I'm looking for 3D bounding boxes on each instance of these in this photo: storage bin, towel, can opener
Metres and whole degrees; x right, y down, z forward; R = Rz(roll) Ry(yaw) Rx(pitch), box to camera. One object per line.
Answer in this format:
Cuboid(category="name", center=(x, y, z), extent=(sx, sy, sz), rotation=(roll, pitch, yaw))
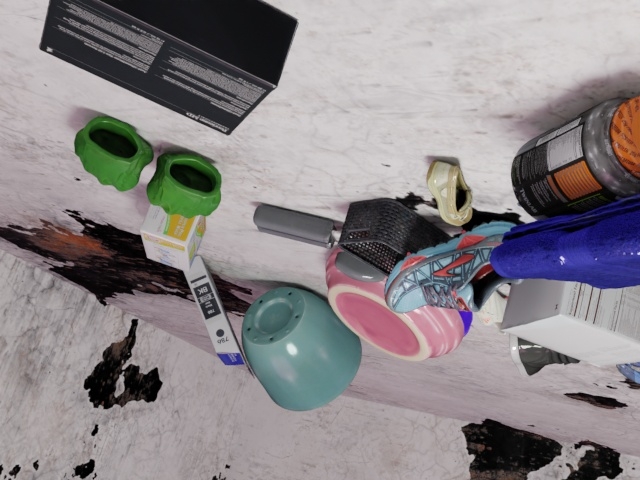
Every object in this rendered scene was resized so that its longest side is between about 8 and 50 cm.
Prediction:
Cuboid(category="storage bin", center=(0.135, 0.004, 1.420), extent=(0.180, 0.084, 0.122), rotation=(29, 158, -35))
Cuboid(category="towel", center=(0.373, -0.002, 0.885), extent=(0.228, 0.076, 0.308), rotation=(7, 168, -30))
Cuboid(category="can opener", center=(0.000, 0.000, 1.540), extent=(0.281, 0.093, 0.074), rotation=(18, 164, 13))

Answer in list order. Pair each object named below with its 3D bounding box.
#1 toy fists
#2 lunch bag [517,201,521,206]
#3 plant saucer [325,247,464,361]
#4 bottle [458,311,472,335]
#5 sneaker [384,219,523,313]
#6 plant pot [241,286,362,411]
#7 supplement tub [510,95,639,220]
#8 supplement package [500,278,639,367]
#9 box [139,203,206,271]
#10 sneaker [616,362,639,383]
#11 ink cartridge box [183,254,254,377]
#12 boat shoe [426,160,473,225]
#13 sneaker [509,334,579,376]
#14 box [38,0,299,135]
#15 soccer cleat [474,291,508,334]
Cuboid(category="toy fists", center=(-0.310, -0.127, 1.438), extent=(0.279, 0.096, 0.142), rotation=(24, 151, -13))
Cuboid(category="lunch bag", center=(0.313, -0.064, 1.105), extent=(0.071, 0.053, 0.083), rotation=(14, 171, 14))
Cuboid(category="plant saucer", center=(0.140, 0.148, 1.681), extent=(0.332, 0.084, 0.332), rotation=(29, 155, 15))
Cuboid(category="bottle", center=(0.242, 0.191, 1.855), extent=(0.118, 0.092, 0.283), rotation=(27, 160, -13))
Cuboid(category="sneaker", center=(0.217, 0.067, 1.306), extent=(0.262, 0.125, 0.104), rotation=(-30, 133, 25))
Cuboid(category="plant pot", center=(-0.070, 0.261, 2.077), extent=(0.293, 0.293, 0.235), rotation=(4, 143, 35))
Cuboid(category="supplement tub", center=(0.318, -0.091, 0.915), extent=(0.117, 0.116, 0.190), rotation=(23, 161, -16))
Cuboid(category="supplement package", center=(0.445, 0.102, 1.313), extent=(0.203, 0.149, 0.194), rotation=(21, 162, -10))
Cuboid(category="box", center=(-0.312, -0.024, 1.704), extent=(0.103, 0.114, 0.203), rotation=(20, 162, -1))
Cuboid(category="sneaker", center=(0.608, 0.211, 1.625), extent=(0.221, 0.083, 0.087), rotation=(24, 137, -8))
Cuboid(category="ink cartridge box", center=(-0.271, 0.214, 2.094), extent=(0.065, 0.332, 0.165), rotation=(-24, 160, -7))
Cuboid(category="boat shoe", center=(0.205, -0.067, 1.195), extent=(0.048, 0.056, 0.153), rotation=(11, 154, 33))
Cuboid(category="sneaker", center=(0.511, 0.245, 1.754), extent=(0.147, 0.104, 0.296), rotation=(-3, 163, 22))
Cuboid(category="box", center=(-0.186, -0.246, 0.953), extent=(0.261, 0.103, 0.184), rotation=(23, 158, -19))
Cuboid(category="soccer cleat", center=(0.335, 0.130, 1.618), extent=(0.196, 0.076, 0.068), rotation=(32, 157, -36))
